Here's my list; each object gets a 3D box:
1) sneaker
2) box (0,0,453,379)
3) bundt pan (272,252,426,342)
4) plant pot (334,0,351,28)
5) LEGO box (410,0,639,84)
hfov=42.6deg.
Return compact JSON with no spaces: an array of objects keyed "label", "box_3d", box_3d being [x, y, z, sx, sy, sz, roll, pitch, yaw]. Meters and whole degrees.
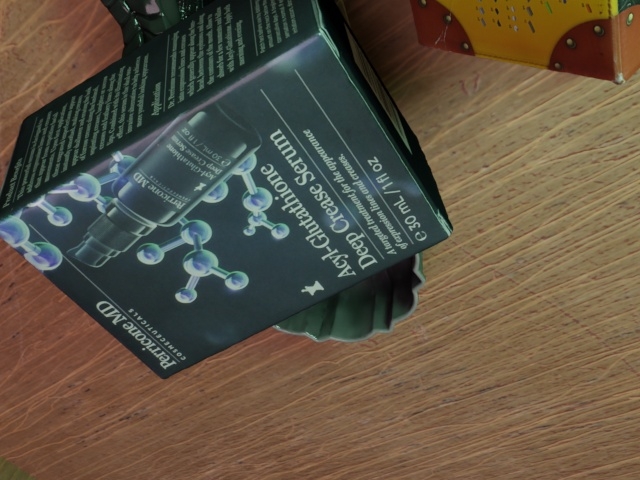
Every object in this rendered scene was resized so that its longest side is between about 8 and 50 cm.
[{"label":"sneaker","box_3d":[-0.200,-0.314,1.012,0.125,0.140,0.340,4,115,28]},{"label":"box","box_3d":[-0.105,-0.073,0.925,0.395,0.212,0.293,-28,128,15]},{"label":"bundt pan","box_3d":[0.000,0.000,1.228,0.331,0.124,0.330,9,134,9]},{"label":"plant pot","box_3d":[-0.021,-0.230,1.041,0.096,0.109,0.109,6,135,30]},{"label":"LEGO box","box_3d":[0.203,-0.425,0.560,0.193,0.372,0.500,24,146,41]}]
